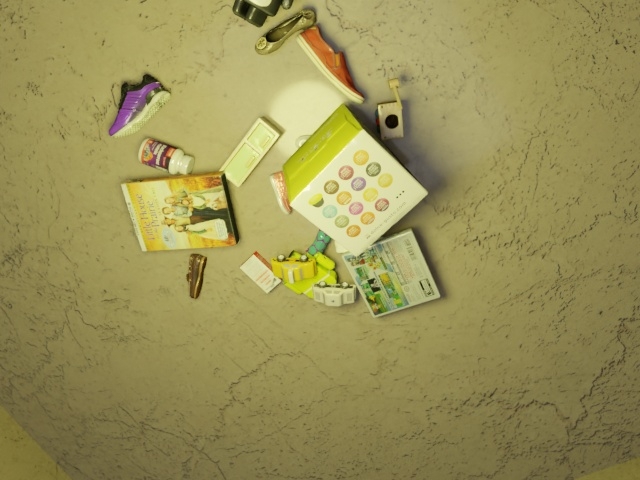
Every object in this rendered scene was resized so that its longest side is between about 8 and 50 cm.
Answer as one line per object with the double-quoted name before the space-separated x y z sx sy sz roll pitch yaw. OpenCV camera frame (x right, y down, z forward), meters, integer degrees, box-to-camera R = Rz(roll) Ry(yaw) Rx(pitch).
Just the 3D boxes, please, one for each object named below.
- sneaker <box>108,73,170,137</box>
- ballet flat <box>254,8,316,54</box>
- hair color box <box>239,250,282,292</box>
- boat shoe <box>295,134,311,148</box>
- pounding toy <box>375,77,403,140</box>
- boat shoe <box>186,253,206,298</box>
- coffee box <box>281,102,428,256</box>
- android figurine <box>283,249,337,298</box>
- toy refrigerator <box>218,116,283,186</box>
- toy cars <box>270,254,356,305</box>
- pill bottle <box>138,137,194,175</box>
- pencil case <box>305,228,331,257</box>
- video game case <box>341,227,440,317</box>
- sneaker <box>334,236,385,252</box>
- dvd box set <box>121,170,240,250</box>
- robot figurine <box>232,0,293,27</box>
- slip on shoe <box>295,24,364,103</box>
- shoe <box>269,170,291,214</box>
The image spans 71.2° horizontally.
"sneaker" -0.731 -0.527 1.737 0.293 0.102 0.146 -37 98 11
"ballet flat" -0.132 -0.752 1.600 0.250 0.058 0.084 -25 75 11
"hair color box" -0.256 0.138 1.944 0.093 0.053 0.167 -42 99 16
"boat shoe" -0.011 -0.361 1.737 0.184 0.063 0.066 18 110 -1
"pounding toy" 0.243 -0.471 1.611 0.094 0.181 0.205 -6 109 8
"boat shoe" -0.554 0.156 1.972 0.073 0.073 0.206 14 103 2
"coffee box" 0.102 -0.220 1.589 0.334 0.338 0.338 38 109 -27
"android figurine" -0.043 0.150 1.893 0.273 0.056 0.248 34 126 -20
"toy refrigerator" -0.274 -0.345 1.752 0.102 0.094 0.269 40 108 -8
"toy cars" -0.029 0.178 1.823 0.394 0.087 0.176 33 126 -17
"pill bottle" -0.611 -0.327 1.784 0.194 0.108 0.108 20 110 -2
"pencil case" 0.000 0.000 1.864 0.070 0.064 0.151 25 110 -5
"video game case" 0.289 0.141 1.820 0.300 0.036 0.329 -21 112 17
"sneaker" 0.160 -0.007 1.845 0.212 0.080 0.094 -9 97 10
"dvd box set" -0.561 -0.112 1.813 0.421 0.062 0.307 -3 114 9
"robot figurine" -0.193 -0.880 1.518 0.209 0.173 0.278 19 112 -26
"slip on shoe" 0.052 -0.630 1.613 0.101 0.123 0.331 -40 97 13
"shoe" -0.136 -0.195 1.808 0.081 0.063 0.177 -18 103 17
